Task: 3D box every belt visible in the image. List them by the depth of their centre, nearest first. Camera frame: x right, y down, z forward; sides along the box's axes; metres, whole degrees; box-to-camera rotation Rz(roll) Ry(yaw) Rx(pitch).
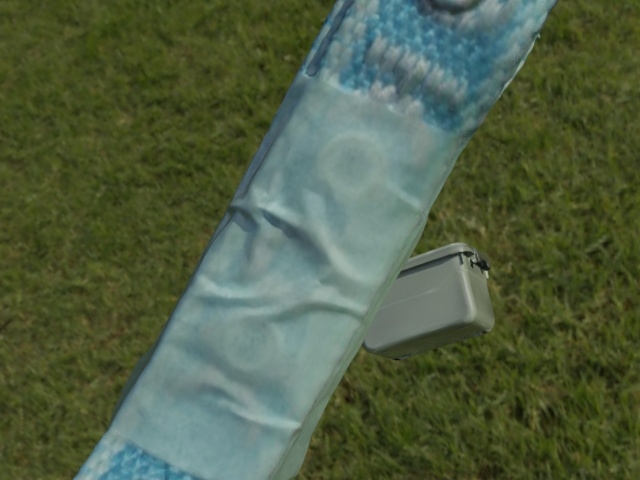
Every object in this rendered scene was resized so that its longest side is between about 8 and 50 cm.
[{"bbox_3d":[0.000,0.000,0.365,0.072,0.087,0.302,31,97,1],"label":"belt"}]

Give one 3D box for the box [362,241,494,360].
[{"bbox_3d":[0.118,0.077,1.190,0.172,0.124,0.093,-21,71,21],"label":"box"}]
